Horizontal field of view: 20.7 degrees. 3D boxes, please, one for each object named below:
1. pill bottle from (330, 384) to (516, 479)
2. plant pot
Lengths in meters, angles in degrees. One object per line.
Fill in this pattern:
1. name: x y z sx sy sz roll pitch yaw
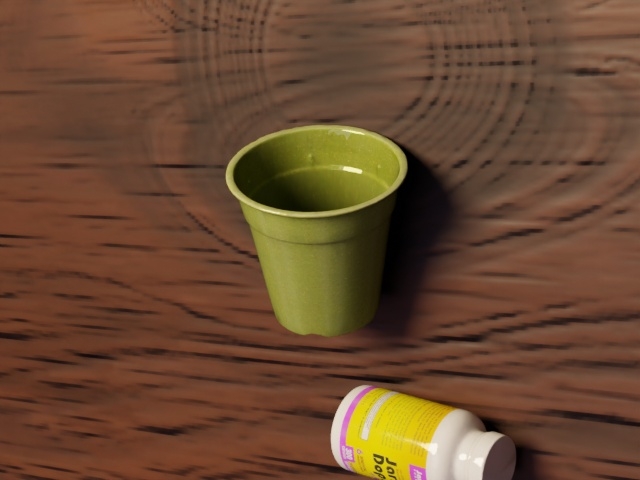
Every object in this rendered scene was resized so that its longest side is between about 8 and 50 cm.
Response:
1. pill bottle: 0.049 0.097 0.827 0.083 0.043 0.043 11 112 36
2. plant pot: 0.000 0.000 0.818 0.083 0.083 0.079 20 129 32
